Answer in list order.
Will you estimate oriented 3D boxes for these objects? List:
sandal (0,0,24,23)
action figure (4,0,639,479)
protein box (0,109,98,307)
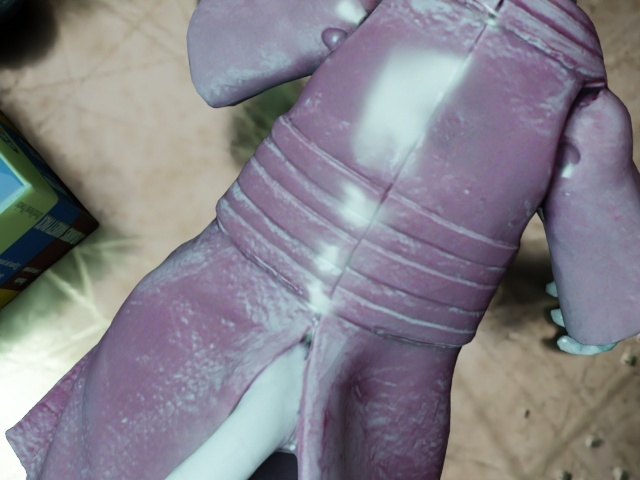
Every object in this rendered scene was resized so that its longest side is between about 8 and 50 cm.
[{"bbox_3d":[-0.179,-0.174,0.534,0.067,0.040,0.179,-16,82,-7],"label":"sandal"},{"bbox_3d":[0.000,0.000,0.419,0.248,0.276,0.370,28,100,7],"label":"action figure"},{"bbox_3d":[-0.240,-0.024,0.474,0.200,0.136,0.201,-41,86,-4],"label":"protein box"}]
